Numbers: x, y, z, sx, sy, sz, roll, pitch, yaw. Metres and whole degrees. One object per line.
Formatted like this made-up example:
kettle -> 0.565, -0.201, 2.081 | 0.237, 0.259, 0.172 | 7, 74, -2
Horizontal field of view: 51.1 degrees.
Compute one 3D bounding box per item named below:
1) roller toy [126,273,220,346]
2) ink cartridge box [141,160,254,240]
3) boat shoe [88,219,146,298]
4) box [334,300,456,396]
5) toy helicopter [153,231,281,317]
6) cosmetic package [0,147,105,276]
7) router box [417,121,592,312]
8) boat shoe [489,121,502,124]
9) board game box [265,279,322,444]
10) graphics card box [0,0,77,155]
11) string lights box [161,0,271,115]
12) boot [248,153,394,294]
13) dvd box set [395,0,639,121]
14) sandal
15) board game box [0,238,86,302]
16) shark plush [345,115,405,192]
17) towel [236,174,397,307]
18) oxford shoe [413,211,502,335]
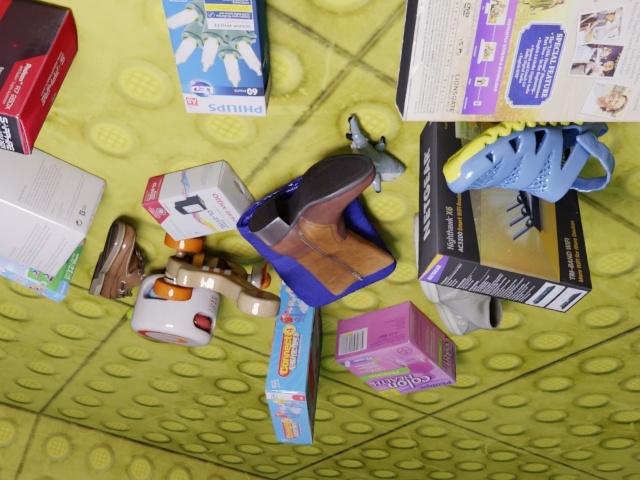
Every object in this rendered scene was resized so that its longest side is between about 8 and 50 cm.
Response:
roller toy -> -0.335, 0.160, 1.575 | 0.209, 0.146, 0.191 | 18, 160, -20
ink cartridge box -> -0.238, -0.076, 1.316 | 0.175, 0.072, 0.127 | -10, 140, 22
boat shoe -> -0.438, 0.047, 1.496 | 0.105, 0.110, 0.307 | 17, 152, -20
box -> 0.193, 0.282, 1.696 | 0.214, 0.117, 0.243 | -19, 137, 31
toy helicopter -> -0.178, 0.091, 1.383 | 0.235, 0.140, 0.355 | 9, -172, -36
cosmetic package -> -0.635, -0.093, 1.285 | 0.366, 0.155, 0.197 | 28, 138, -26
router box -> 0.282, -0.057, 1.064 | 0.243, 0.308, 0.081 | 12, 144, -8
boat shoe -> 0.306, -0.294, 0.888 | 0.132, 0.130, 0.355 | 9, 144, -4
board game box -> -0.054, 0.280, 1.576 | 0.086, 0.301, 0.308 | 3, 143, 5
graphics card box -> -0.573, -0.275, 0.965 | 0.371, 0.232, 0.094 | 13, 147, -7
string lights box -> -0.148, -0.306, 0.987 | 0.134, 0.076, 0.259 | 3, 144, 3
boot -> 0.052, -0.013, 1.230 | 0.264, 0.096, 0.280 | -36, 132, 19
dvd box set -> 0.312, -0.289, 0.781 | 0.421, 0.062, 0.307 | -2, 124, -6
sandal -> 0.327, -0.119, 0.995 | 0.318, 0.138, 0.126 | -17, 173, -22
board game box -> -0.621, 0.015, 1.424 | 0.039, 0.160, 0.211 | -28, 132, 37
shark plush -> 0.089, -0.162, 1.190 | 0.067, 0.073, 0.161 | -33, 118, 9
towel -> 0.000, 0.000, 1.351 | 0.228, 0.076, 0.308 | -25, 134, 13
oxford shoe -> 0.282, 0.070, 1.360 | 0.130, 0.169, 0.449 | -7, 149, 23
